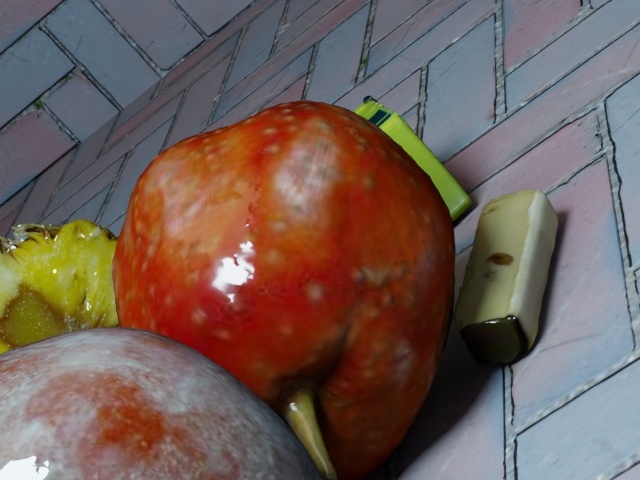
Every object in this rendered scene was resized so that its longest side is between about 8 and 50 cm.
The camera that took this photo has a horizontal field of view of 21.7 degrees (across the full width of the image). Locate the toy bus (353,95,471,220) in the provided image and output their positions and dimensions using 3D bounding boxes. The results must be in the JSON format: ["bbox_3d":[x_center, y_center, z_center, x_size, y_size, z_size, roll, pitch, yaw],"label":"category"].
[{"bbox_3d":[0.000,0.000,1.555,0.262,0.128,0.150,-43,17,-2],"label":"toy bus"}]

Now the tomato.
[{"bbox_3d":[-0.138,0.209,1.053,0.282,0.317,0.316,-40,14,-30],"label":"tomato"}]

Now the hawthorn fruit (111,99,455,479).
[{"bbox_3d":[-0.021,0.065,1.244,0.287,0.287,0.330,-37,35,18],"label":"hawthorn fruit"}]

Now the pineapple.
[{"bbox_3d":[-0.353,0.075,1.883,0.344,0.286,0.209,-46,18,-14],"label":"pineapple"}]

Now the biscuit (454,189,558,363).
[{"bbox_3d":[0.149,0.024,1.305,0.056,0.052,0.188,-19,28,25],"label":"biscuit"}]
